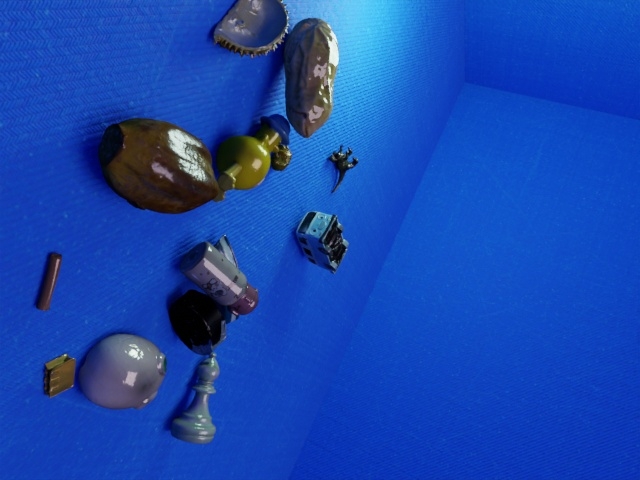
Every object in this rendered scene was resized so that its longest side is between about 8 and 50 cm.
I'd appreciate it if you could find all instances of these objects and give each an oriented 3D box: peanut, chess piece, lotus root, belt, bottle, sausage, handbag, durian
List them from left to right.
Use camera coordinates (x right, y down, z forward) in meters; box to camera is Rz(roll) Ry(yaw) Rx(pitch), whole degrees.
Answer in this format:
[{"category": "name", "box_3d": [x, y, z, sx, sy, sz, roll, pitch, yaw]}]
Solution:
[{"category": "sausage", "box_3d": [-0.529, 0.080, 0.994, 0.026, 0.026, 0.115, 2, 107, -67]}, {"category": "handbag", "box_3d": [-0.563, 0.293, 1.099, 0.061, 0.027, 0.083, -26, 134, -62]}, {"category": "lotus root", "box_3d": [-0.340, -0.150, 1.062, 0.193, 0.193, 0.291, -69, 161, -1]}, {"category": "belt", "box_3d": [-0.334, 0.233, 1.410, 0.078, 0.151, 0.198, -48, 143, -45]}, {"category": "chess piece", "box_3d": [-0.377, 0.490, 1.615, 0.139, 0.139, 0.271, 38, 62, -67]}, {"category": "bottle", "box_3d": [-0.265, 0.114, 1.389, 0.233, 0.110, 0.109, 48, 59, -28]}, {"category": "durian", "box_3d": [-0.156, -0.525, 1.238, 0.252, 0.145, 0.139, -58, 134, -15]}, {"category": "peanut", "box_3d": [-0.027, -0.460, 1.450, 0.159, 0.174, 0.339, -2, 100, -30]}]

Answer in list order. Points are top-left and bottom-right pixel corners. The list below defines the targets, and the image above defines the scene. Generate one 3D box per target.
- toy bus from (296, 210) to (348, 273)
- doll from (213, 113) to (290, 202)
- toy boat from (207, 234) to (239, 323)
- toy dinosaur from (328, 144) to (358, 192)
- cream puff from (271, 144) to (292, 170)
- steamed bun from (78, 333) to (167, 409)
[{"category": "toy bus", "box_3d": [0.000, 0.000, 1.973, 0.133, 0.165, 0.271, -61, 156, -22]}, {"category": "doll", "box_3d": [-0.193, -0.232, 1.391, 0.199, 0.145, 0.363, -36, -165, 40]}, {"category": "toy boat", "box_3d": [-0.290, 0.119, 1.503, 0.062, 0.096, 0.298, -32, 135, -43]}, {"category": "toy dinosaur", "box_3d": [0.057, -0.299, 2.046, 0.179, 0.087, 0.187, -37, 147, 18]}, {"category": "cream puff", "box_3d": [-0.120, -0.258, 1.607, 0.083, 0.058, 0.083, -56, 156, -35]}, {"category": "steamed bun", "box_3d": [-0.460, 0.324, 1.232, 0.177, 0.131, 0.228, -66, 156, -11]}]
